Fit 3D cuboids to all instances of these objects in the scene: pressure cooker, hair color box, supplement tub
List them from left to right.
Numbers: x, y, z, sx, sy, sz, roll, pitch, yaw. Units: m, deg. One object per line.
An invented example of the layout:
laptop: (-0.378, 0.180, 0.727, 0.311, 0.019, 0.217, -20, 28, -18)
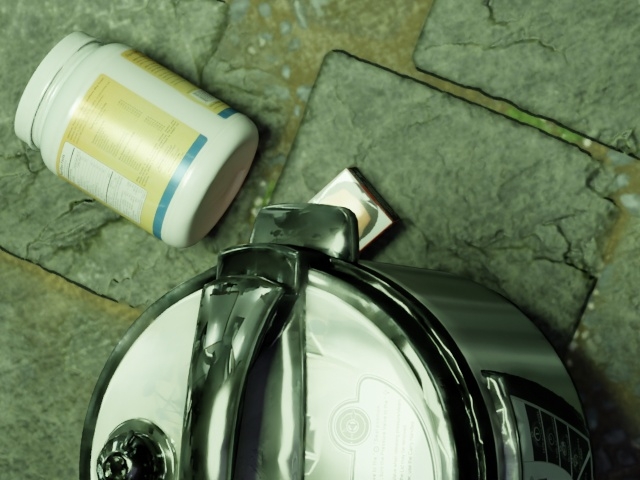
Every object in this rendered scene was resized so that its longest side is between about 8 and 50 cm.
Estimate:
supplement tub: (-0.175, -0.099, 1.578, 0.200, 0.144, 0.144, 32, 102, 9)
hair color box: (0.000, 0.000, 1.597, 0.141, 0.043, 0.072, -42, 84, 13)
pressure cooker: (0.005, 0.198, 1.392, 0.375, 0.420, 0.370, -44, 68, 17)
